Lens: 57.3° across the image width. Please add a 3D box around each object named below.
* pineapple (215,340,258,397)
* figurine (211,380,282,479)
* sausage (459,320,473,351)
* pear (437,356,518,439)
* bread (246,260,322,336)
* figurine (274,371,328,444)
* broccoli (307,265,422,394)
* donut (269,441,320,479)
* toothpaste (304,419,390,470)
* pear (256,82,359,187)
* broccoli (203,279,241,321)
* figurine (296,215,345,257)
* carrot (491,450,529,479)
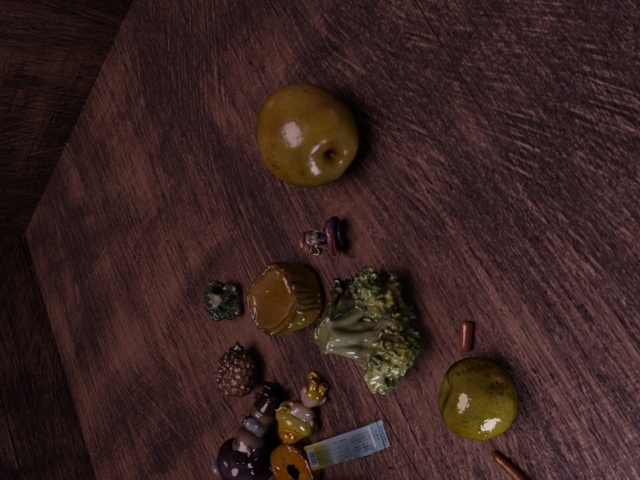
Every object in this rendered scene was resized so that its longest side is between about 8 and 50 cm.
[{"bbox_3d":[-0.298,0.457,2.103,0.166,0.166,0.193,8,98,44],"label":"pineapple"},{"bbox_3d":[-0.248,0.676,2.022,0.218,0.206,0.365,-148,65,-69],"label":"figurine"},{"bbox_3d":[0.375,0.247,1.509,0.034,0.034,0.083,9,98,44],"label":"sausage"},{"bbox_3d":[0.385,0.383,1.409,0.197,0.197,0.197,4,95,45],"label":"pear"},{"bbox_3d":[-0.117,0.187,1.920,0.253,0.142,0.227,-40,64,35],"label":"bread"},{"bbox_3d":[-0.061,0.553,1.909,0.156,0.131,0.246,33,103,-5],"label":"figurine"},{"bbox_3d":[0.099,0.255,1.605,0.293,0.281,0.347,-29,63,40],"label":"broccoli"},{"bbox_3d":[-0.077,0.759,1.954,0.190,0.075,0.174,45,117,21],"label":"donut"},{"bbox_3d":[0.075,0.635,1.806,0.313,0.071,0.089,-35,66,41],"label":"toothpaste"},{"bbox_3d":[-0.044,-0.305,1.709,0.314,0.314,0.314,4,95,45],"label":"pear"},{"bbox_3d":[-0.370,0.221,2.179,0.146,0.138,0.162,-13,78,5],"label":"broccoli"},{"bbox_3d":[0.008,0.002,1.797,0.157,0.114,0.126,-28,57,27],"label":"figurine"},{"bbox_3d":[0.487,0.583,1.423,0.190,0.037,0.037,48,124,36],"label":"carrot"}]
